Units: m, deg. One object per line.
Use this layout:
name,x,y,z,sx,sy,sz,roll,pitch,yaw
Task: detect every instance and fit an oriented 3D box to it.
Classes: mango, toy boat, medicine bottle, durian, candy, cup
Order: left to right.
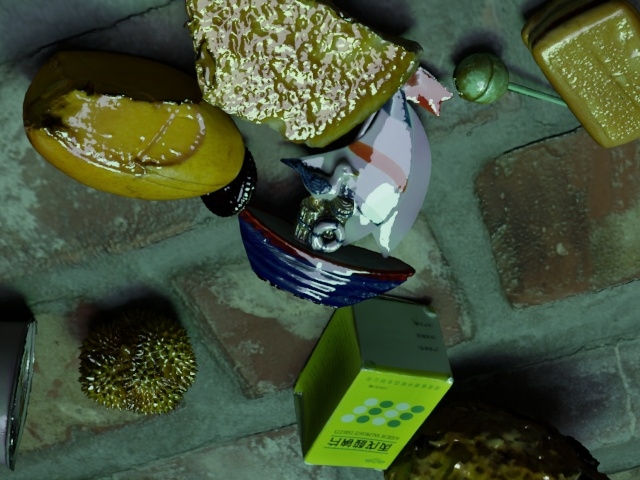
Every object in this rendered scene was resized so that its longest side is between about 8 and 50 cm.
cup,-0.517,0.175,1.405,0.289,0.203,0.203,7,137,-9
durian,-0.242,0.163,1.473,0.158,0.137,0.168,6,154,12
mango,-0.188,-0.114,1.170,0.252,0.126,0.154,18,121,-37
toy boat,0.056,-0.044,1.306,0.318,0.072,0.219,-38,113,15
medicine bottle,0.068,0.203,1.561,0.137,0.141,0.250,7,136,-21
candy,0.234,-0.166,1.252,0.203,0.061,0.061,10,136,-33

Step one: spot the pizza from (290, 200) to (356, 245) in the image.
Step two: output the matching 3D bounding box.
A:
pizza,0.000,0.000,1.397,0.099,0.035,0.160,16,133,-26

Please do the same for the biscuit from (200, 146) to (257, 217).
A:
biscuit,-0.107,-0.070,1.285,0.027,0.087,0.089,-5,107,-48

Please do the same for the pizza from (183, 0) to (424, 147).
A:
pizza,-0.045,-0.207,1.120,0.297,0.071,0.189,27,116,-36

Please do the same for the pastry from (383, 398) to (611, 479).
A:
pastry,0.293,0.405,1.668,0.292,0.337,0.405,-54,146,-9

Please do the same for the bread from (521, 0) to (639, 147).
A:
bread,0.310,-0.188,1.207,0.116,0.077,0.200,-34,132,18
